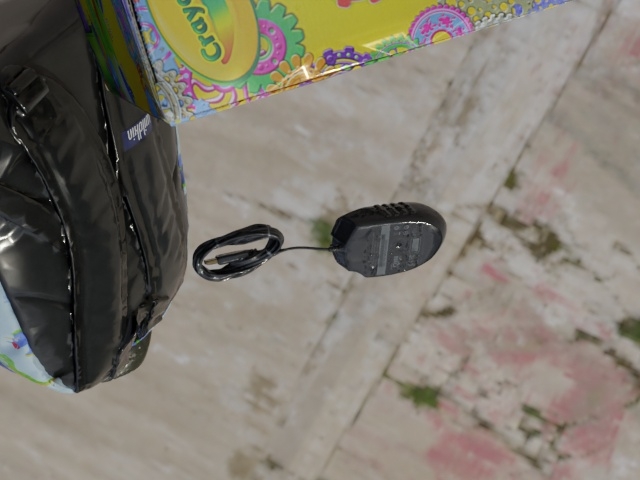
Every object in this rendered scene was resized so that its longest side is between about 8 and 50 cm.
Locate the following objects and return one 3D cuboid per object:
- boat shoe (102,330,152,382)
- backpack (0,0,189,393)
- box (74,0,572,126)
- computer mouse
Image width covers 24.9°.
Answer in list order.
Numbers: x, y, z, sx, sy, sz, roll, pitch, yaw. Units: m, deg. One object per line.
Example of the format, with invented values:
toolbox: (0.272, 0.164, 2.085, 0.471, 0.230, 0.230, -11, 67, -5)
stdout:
boat shoe: (-0.299, 0.013, 1.802, 0.120, 0.122, 0.324, 24, 132, 66)
backpack: (-0.243, -0.037, 1.278, 0.273, 0.290, 0.356, 5, 133, 36)
box: (-0.045, -0.220, 0.643, 0.279, 0.177, 0.290, -145, 38, -75)
computer mouse: (0.000, 0.000, 1.338, 0.242, 0.041, 0.071, -5, 131, -15)
